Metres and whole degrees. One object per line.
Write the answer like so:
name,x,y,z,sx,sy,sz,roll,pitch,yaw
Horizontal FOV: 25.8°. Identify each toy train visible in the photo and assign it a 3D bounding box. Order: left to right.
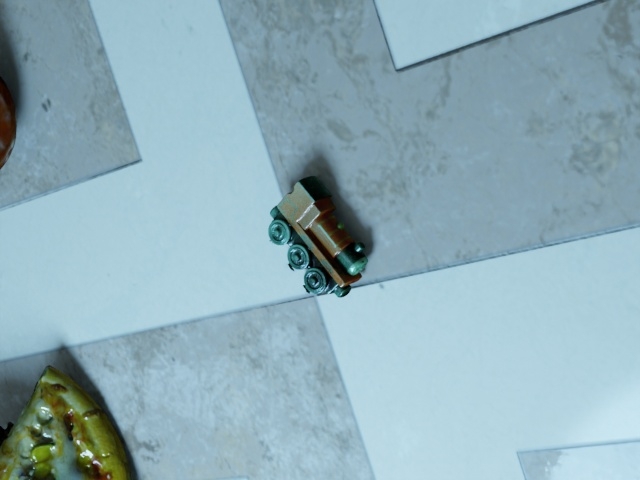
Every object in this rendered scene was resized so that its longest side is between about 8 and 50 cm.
toy train,0.000,0.000,1.218,0.064,0.044,0.103,-46,74,30

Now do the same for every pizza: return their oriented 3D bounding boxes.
pizza,-0.295,0.228,1.470,0.036,0.176,0.185,-43,63,63

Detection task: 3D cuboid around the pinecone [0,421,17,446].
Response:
pinecone,-0.358,0.292,1.537,0.163,0.165,0.163,50,155,34

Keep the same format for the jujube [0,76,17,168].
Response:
jujube,-0.433,-0.124,1.442,0.236,0.168,0.168,2,107,20
